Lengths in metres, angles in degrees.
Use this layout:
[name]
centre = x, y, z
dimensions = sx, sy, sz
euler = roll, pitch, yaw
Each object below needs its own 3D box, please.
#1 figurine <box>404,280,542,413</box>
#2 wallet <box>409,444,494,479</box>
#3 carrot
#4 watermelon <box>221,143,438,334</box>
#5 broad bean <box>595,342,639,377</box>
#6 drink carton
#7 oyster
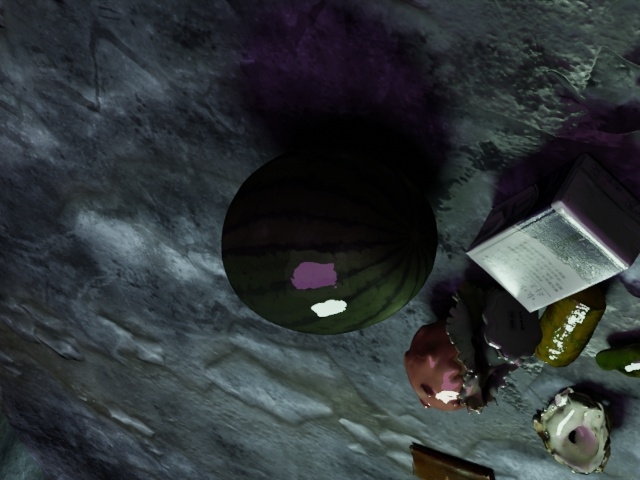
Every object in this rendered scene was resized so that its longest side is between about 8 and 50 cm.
[figurine]
centre = 0.232, 0.187, 1.809
dimensions = 0.166, 0.207, 0.387
euler = 0, 158, -15
[wallet]
centre = 0.260, 0.458, 2.241
dimensions = 0.176, 0.026, 0.095
euler = 12, 135, 30
[carrot]
centre = 0.365, 0.118, 1.670
dimensions = 0.082, 0.082, 0.173
euler = 30, 142, 9
[watermelon]
centre = 0.000, 0.000, 1.671
dimensions = 0.359, 0.279, 0.279
euler = -11, 125, 47
[broad bean]
centre = 0.483, 0.122, 1.602
dimensions = 0.144, 0.049, 0.292
euler = 31, 145, 19
[drink carton]
centre = 0.318, -0.004, 1.540
dimensions = 0.134, 0.102, 0.222
euler = 40, 147, -10
[oyster]
centre = 0.422, 0.309, 1.880
dimensions = 0.191, 0.081, 0.163
euler = 18, 121, 50
